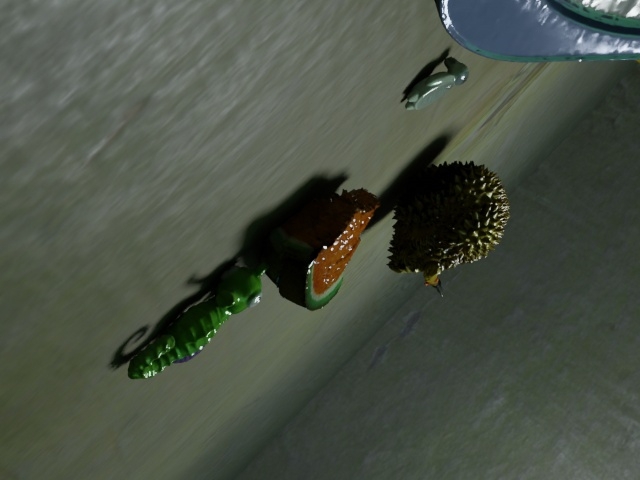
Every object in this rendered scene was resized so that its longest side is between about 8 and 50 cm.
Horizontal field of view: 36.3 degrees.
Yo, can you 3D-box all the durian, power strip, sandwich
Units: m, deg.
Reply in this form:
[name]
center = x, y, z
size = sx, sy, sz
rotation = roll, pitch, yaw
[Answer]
[durian]
center = 0.177, -0.034, 1.444
size = 0.193, 0.137, 0.237
rotation = -11, -153, 24
[power strip]
center = 0.128, -0.180, 1.108
size = 0.083, 0.035, 0.055
rotation = -31, 165, -11
[sandwich]
center = -0.010, 0.005, 1.128
size = 0.159, 0.079, 0.235
rotation = -61, 169, 15

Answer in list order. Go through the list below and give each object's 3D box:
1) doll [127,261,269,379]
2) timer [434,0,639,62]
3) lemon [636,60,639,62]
[doll]
center = -0.126, 0.085, 1.028
size = 0.190, 0.050, 0.115
rotation = -40, 171, -20
[timer]
center = 0.257, -0.249, 0.555
size = 0.395, 0.173, 0.395
rotation = -7, 155, -3
[lemon]
center = 0.457, -0.328, 1.064
size = 0.336, 0.336, 0.336
rotation = -44, 168, -12
